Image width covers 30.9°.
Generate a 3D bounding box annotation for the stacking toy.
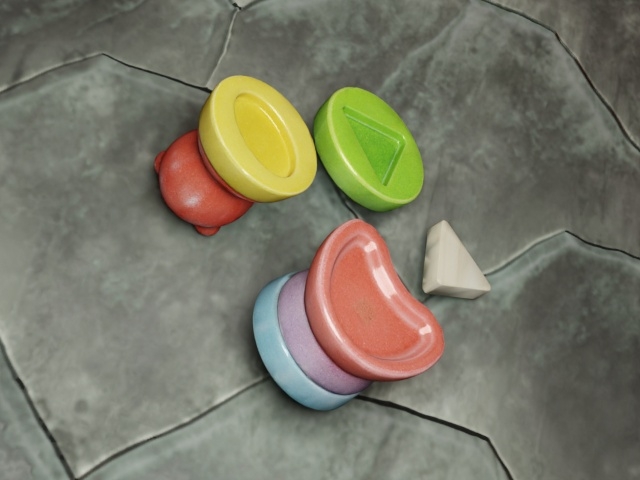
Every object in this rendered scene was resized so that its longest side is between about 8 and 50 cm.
[{"bbox_3d":[0.000,0.000,1.106,0.279,0.130,0.309,-19,79,-53],"label":"stacking toy"}]
